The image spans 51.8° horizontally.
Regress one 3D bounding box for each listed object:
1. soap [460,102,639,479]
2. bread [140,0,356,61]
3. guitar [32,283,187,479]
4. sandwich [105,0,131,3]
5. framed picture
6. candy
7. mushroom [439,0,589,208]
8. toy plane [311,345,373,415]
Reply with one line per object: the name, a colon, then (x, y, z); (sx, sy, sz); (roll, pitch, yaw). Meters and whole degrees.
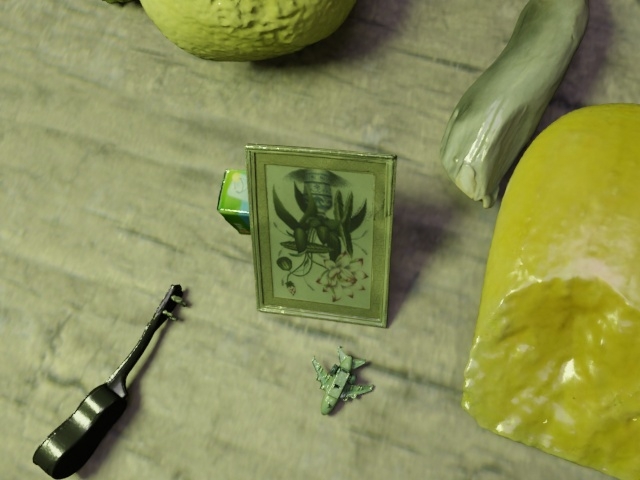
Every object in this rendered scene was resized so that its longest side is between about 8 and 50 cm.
soap: (0.342, 0.041, 0.733); (0.306, 0.115, 0.427); (15, 77, 16)
bread: (-0.091, -0.386, 0.830); (0.237, 0.320, 0.321); (-18, 70, 32)
guitar: (-0.246, 0.171, 0.820); (0.038, 0.084, 0.271); (32, 75, 13)
sandwich: (-0.266, -0.447, 0.953); (0.185, 0.160, 0.109); (-43, 53, -13)
framed picture: (0.000, 0.000, 0.772); (0.173, 0.231, 0.010); (5, 31, 12)
candy: (-0.022, -0.039, 0.824); (0.194, 0.097, 0.062); (6, 76, 10)
mushroom: (0.252, -0.203, 0.824); (0.097, 0.109, 0.351); (35, 79, -17)
toy plane: (0.021, 0.171, 0.790); (0.080, 0.033, 0.083); (26, 80, 1)
